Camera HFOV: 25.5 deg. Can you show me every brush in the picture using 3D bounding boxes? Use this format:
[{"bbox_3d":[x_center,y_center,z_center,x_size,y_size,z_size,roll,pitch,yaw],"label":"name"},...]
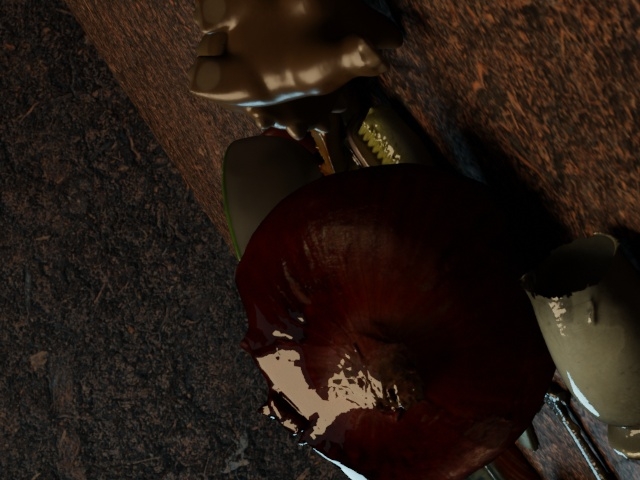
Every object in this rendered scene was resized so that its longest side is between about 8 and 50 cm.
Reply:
[{"bbox_3d":[0.253,0.217,1.940,0.043,0.036,0.248,52,170,44],"label":"brush"},{"bbox_3d":[0.142,-0.028,1.583,0.313,0.072,0.067,53,156,5],"label":"brush"}]

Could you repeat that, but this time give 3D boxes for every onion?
[{"bbox_3d":[0.095,0.082,1.453,0.341,0.341,0.341,53,170,13],"label":"onion"}]

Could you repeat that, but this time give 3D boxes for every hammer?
[{"bbox_3d":[0.354,0.301,1.764,0.297,0.027,0.125,56,170,-7],"label":"hammer"}]

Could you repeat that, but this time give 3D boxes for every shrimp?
[{"bbox_3d":[0.024,-0.117,1.680,0.287,0.063,0.152,71,-167,-47],"label":"shrimp"}]

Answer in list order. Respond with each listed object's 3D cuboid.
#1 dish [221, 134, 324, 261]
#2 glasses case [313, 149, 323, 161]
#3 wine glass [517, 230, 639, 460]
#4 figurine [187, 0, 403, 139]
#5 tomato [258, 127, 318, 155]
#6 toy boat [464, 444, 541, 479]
[{"bbox_3d":[0.000,0.000,1.837,0.324,0.124,0.324,-20,-90,-74],"label":"dish"},{"bbox_3d":[0.027,-0.110,1.918,0.064,0.041,0.170,41,170,-3],"label":"glasses case"},{"bbox_3d":[0.264,0.097,1.259,0.204,0.111,0.111,56,171,-24],"label":"wine glass"},{"bbox_3d":[-0.016,-0.201,1.476,0.173,0.247,0.177,8,-116,-54],"label":"figurine"},{"bbox_3d":[-0.044,-0.056,2.147,0.200,0.139,0.233,43,165,26],"label":"tomato"},{"bbox_3d":[0.201,0.309,2.210,0.332,0.133,0.145,53,171,17],"label":"toy boat"}]
